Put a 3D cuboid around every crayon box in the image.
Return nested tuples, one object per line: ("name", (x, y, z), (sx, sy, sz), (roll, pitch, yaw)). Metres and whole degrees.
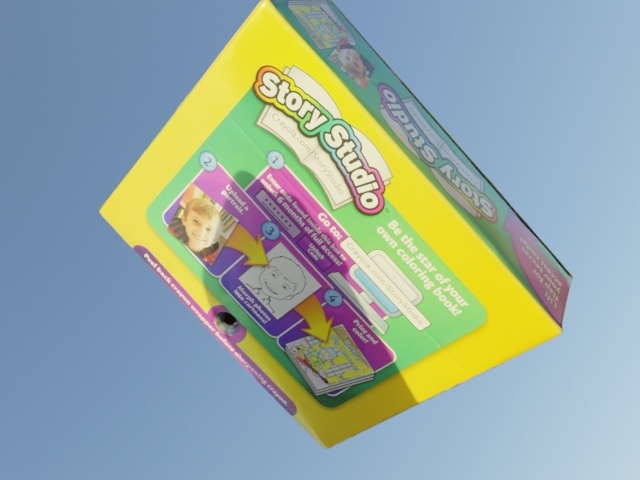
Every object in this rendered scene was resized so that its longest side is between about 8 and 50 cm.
("crayon box", (0.000, 0.000, 0.640), (0.313, 0.363, 0.106), (-39, 6, 36))
